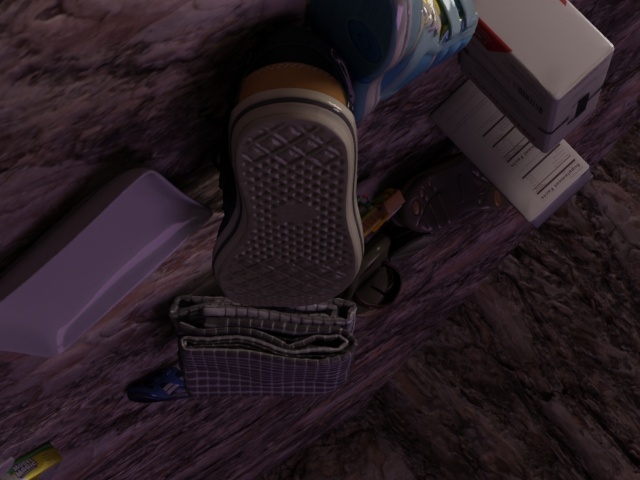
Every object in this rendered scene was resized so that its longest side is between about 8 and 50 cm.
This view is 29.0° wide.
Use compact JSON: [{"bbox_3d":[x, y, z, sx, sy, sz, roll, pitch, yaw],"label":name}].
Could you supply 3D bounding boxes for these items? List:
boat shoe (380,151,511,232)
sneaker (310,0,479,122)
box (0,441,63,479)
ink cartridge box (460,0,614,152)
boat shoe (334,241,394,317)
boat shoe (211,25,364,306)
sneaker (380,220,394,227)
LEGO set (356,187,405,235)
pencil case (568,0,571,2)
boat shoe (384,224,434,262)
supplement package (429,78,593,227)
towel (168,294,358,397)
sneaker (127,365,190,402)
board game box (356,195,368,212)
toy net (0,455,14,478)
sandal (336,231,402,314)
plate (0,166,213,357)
[{"bbox_3d":[0.244,-0.110,2.269,0.355,0.132,0.130,-17,-164,-40],"label":"boat shoe"},{"bbox_3d":[0.098,-0.263,1.372,0.208,0.127,0.319,-36,175,-15],"label":"sneaker"},{"bbox_3d":[-0.503,0.399,1.966,0.179,0.043,0.105,-32,164,-43],"label":"box"},{"bbox_3d":[0.302,-0.261,1.773,0.114,0.197,0.273,-41,167,-3],"label":"ink cartridge box"},{"bbox_3d":[0.069,0.065,2.341,0.123,0.123,0.342,-46,160,25],"label":"boat shoe"},{"bbox_3d":[-0.037,-0.063,1.467,0.186,0.156,0.500,1,150,-2],"label":"boat shoe"},{"bbox_3d":[0.136,-0.048,2.327,0.069,0.038,0.098,-39,166,-12],"label":"sneaker"},{"bbox_3d":[0.007,-0.011,1.982,0.287,0.107,0.132,-44,176,-7],"label":"LEGO set"},{"bbox_3d":[0.368,-0.389,1.821,0.152,0.070,0.064,-52,176,33],"label":"pencil case"},{"bbox_3d":[0.162,-0.007,2.389,0.081,0.069,0.228,-16,174,-10],"label":"boat shoe"},{"bbox_3d":[0.320,-0.155,2.055,0.134,0.244,0.139,-43,166,8],"label":"supplement package"},{"bbox_3d":[-0.089,0.168,1.922,0.283,0.121,0.235,1,162,-2],"label":"towel"},{"bbox_3d":[-0.272,0.247,2.115,0.053,0.059,0.144,-12,172,42],"label":"sneaker"},{"bbox_3d":[0.000,0.000,2.093,0.181,0.043,0.092,-40,167,-5],"label":"board game box"},{"bbox_3d":[-0.546,0.374,1.771,0.232,0.045,0.122,-41,165,-9],"label":"toy net"},{"bbox_3d":[0.093,0.077,2.152,0.120,0.086,0.303,-51,169,-11],"label":"sandal"},{"bbox_3d":[-0.267,0.024,1.424,0.277,0.045,0.278,-43,166,2],"label":"plate"}]
